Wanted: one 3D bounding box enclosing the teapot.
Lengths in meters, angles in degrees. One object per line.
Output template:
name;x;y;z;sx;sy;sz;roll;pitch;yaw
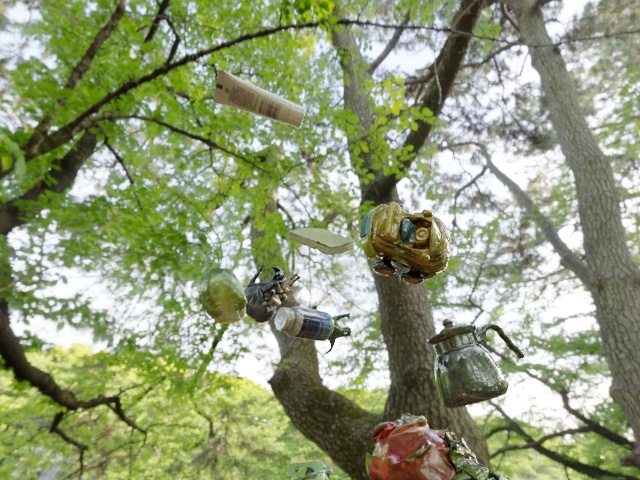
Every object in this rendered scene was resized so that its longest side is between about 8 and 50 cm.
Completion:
teapot;0.515;0.391;1.363;0.306;0.284;0.223;-25;-25;20

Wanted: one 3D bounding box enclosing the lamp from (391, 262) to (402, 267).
lamp;0.322;0.020;1.612;0.140;0.181;0.182;9;-32;-15

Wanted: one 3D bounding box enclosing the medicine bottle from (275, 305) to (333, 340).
medicine bottle;-0.057;0.289;1.401;0.192;0.106;0.107;18;-35;-32

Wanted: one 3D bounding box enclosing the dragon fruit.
dragon fruit;0.211;0.415;0.739;0.199;0.200;0.269;24;-48;-33

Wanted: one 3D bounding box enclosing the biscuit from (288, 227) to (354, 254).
biscuit;0.000;0.000;1.654;0.252;0.052;0.150;22;25;39

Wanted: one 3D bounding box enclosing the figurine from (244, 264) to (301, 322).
figurine;-0.221;0.223;1.723;0.197;0.265;0.175;17;-27;42

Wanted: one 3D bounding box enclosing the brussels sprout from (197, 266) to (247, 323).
brussels sprout;-0.257;0.145;1.047;0.118;0.155;0.155;-10;-29;-15

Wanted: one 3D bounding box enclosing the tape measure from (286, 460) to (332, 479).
tape measure;-0.051;1.037;1.717;0.200;0.175;0.106;-14;-68;13

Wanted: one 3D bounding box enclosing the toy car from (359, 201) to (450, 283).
toy car;0.231;-0.005;1.011;0.248;0.200;0.142;18;-23;-20

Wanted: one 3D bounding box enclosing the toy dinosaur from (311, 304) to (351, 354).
toy dinosaur;0.058;0.372;1.675;0.147;0.076;0.362;-6;-44;5

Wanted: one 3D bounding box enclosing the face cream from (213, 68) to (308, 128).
face cream;-0.155;-0.358;1.043;0.244;0.058;0.092;19;-49;-8
